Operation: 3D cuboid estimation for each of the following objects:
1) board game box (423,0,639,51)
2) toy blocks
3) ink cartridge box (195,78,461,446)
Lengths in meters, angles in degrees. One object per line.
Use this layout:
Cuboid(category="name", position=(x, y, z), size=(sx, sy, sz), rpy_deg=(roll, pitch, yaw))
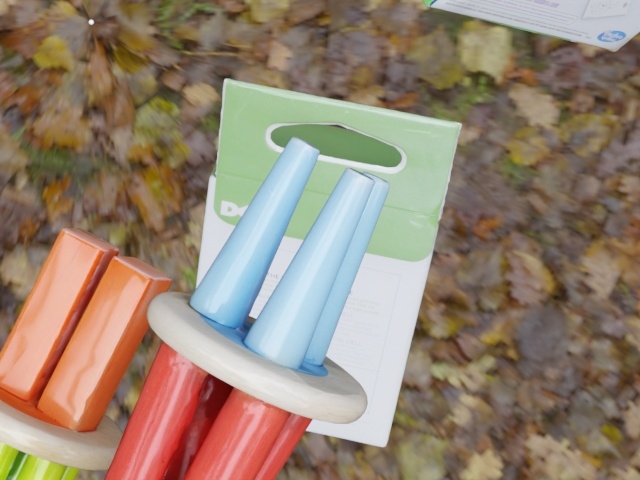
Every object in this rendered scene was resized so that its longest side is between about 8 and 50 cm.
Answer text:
Cuboid(category="board game box", position=(0.252, -0.271, 1.243), size=(0.242, 0.316, 0.064), rpy_deg=(6, 56, -44))
Cuboid(category="toy blocks", position=(-0.044, 0.037, 0.389), size=(0.054, 0.123, 0.148), rpy_deg=(23, 97, -37))
Cuboid(category="ink cartridge box", position=(0.000, 0.000, 0.806), size=(0.109, 0.062, 0.209), rpy_deg=(12, 131, 3))
